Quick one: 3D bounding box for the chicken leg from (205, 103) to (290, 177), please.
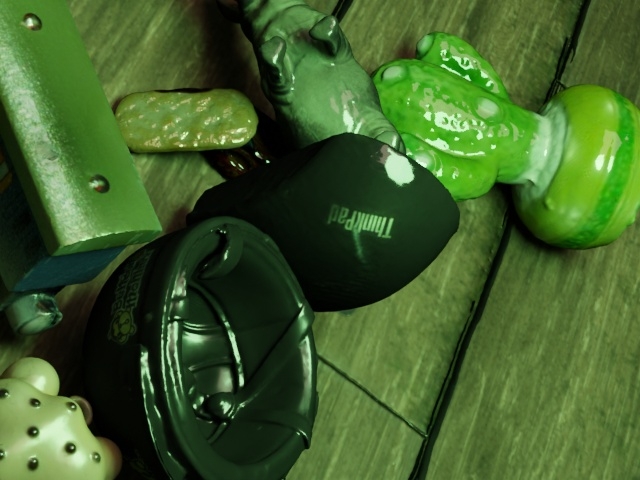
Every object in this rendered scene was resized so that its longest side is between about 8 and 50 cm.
[{"bbox_3d":[-0.027,-0.074,2.020,0.253,0.051,0.106,28,42,-25],"label":"chicken leg"}]

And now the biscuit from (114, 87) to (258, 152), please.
[{"bbox_3d":[-0.135,-0.120,1.944,0.147,0.018,0.071,-3,64,-12],"label":"biscuit"}]

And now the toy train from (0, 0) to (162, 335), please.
[{"bbox_3d":[-0.273,-0.076,1.708,0.131,0.202,0.300,-10,69,-41],"label":"toy train"}]

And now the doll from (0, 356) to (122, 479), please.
[{"bbox_3d":[-0.295,0.199,1.583,0.278,0.119,0.154,-21,76,-35],"label":"doll"}]

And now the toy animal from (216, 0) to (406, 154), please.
[{"bbox_3d":[-0.019,-0.180,1.962,0.106,0.168,0.343,-27,64,-5],"label":"toy animal"}]

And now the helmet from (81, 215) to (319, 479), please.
[{"bbox_3d":[-0.123,0.118,1.727,0.230,0.160,0.279,50,45,-37],"label":"helmet"}]

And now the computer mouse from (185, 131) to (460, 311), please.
[{"bbox_3d":[0.000,0.000,1.831,0.170,0.269,0.100,42,52,-23],"label":"computer mouse"}]

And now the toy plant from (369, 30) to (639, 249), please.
[{"bbox_3d":[0.195,-0.118,2.151,0.315,0.184,0.224,18,53,-18],"label":"toy plant"}]
